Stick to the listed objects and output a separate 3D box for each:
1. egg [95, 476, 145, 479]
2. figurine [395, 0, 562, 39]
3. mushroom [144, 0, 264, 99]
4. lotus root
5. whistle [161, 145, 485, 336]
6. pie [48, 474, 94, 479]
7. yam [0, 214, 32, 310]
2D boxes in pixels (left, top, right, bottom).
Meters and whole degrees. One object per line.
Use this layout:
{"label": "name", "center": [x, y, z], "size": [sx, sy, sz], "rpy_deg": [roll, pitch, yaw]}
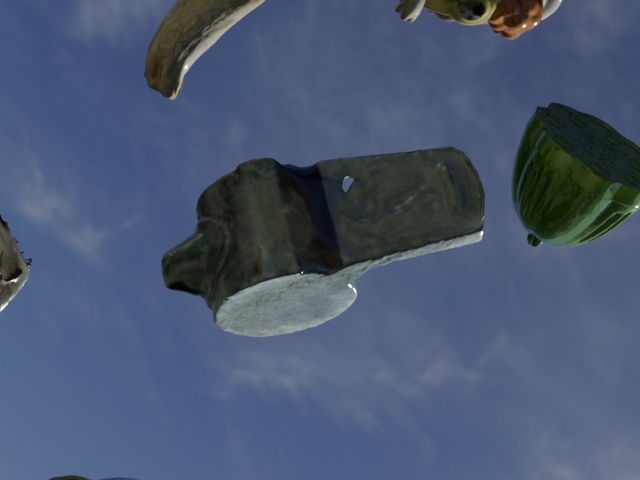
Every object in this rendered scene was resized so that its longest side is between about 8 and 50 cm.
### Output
{"label": "egg", "center": [-0.253, 0.486, 1.254], "size": [0.428, 0.345, 0.345], "rpy_deg": [-106, -176, -63]}
{"label": "figurine", "center": [0.178, -0.397, 1.378], "size": [0.224, 0.382, 0.205], "rpy_deg": [48, -50, 35]}
{"label": "mushroom", "center": [-0.181, -0.378, 1.650], "size": [0.351, 0.095, 0.122], "rpy_deg": [-43, -114, 31]}
{"label": "lotus root", "center": [0.309, -0.056, 1.256], "size": [0.186, 0.186, 0.186], "rpy_deg": [33, -42, 35]}
{"label": "whistle", "center": [0.000, -0.015, 1.274], "size": [0.405, 0.188, 0.168], "rpy_deg": [-25, -119, 21]}
{"label": "pie", "center": [-0.381, 0.506, 1.540], "size": [0.337, 0.337, 0.075], "rpy_deg": [35, -41, 33]}
{"label": "yam", "center": [-0.517, -0.029, 1.163], "size": [0.241, 0.241, 0.348], "rpy_deg": [12, -40, 49]}
